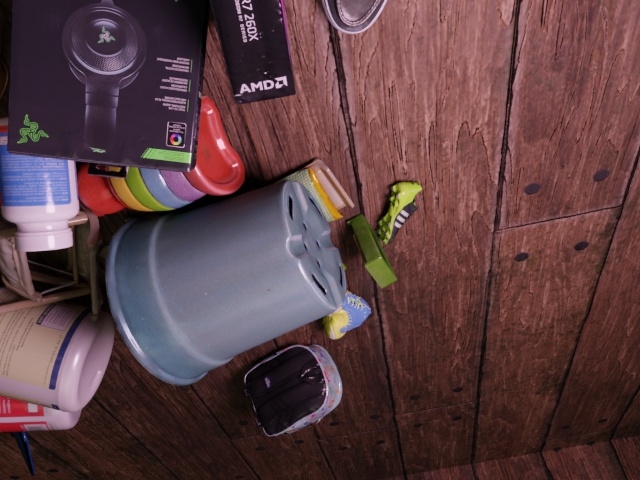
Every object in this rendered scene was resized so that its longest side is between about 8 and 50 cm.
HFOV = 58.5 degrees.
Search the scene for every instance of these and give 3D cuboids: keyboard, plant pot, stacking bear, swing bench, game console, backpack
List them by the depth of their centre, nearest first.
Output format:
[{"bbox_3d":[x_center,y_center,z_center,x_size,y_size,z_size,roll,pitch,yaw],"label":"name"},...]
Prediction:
[{"bbox_3d":[-0.315,-0.124,1.037,0.289,0.164,0.175,-13,116,21],"label":"stacking bear"},{"bbox_3d":[-0.153,0.060,1.068,0.334,0.341,0.341,-21,137,18],"label":"plant pot"},{"bbox_3d":[-0.578,0.030,1.166,0.255,0.165,0.253,2,137,-19],"label":"swing bench"},{"bbox_3d":[-0.211,-0.075,1.209,0.180,0.023,0.108,23,136,-32],"label":"keyboard"},{"bbox_3d":[-0.063,0.421,1.646,0.254,0.225,0.191,-38,153,23],"label":"backpack"},{"bbox_3d":[-0.978,0.570,1.697,0.251,0.173,0.293,6,136,-16],"label":"game console"}]

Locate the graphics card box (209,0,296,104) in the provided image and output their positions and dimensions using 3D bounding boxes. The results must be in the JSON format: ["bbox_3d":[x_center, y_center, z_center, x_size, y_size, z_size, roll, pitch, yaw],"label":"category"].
[{"bbox_3d":[-0.109,-0.388,0.710,0.094,0.232,0.370,-10,138,-3],"label":"graphics card box"}]

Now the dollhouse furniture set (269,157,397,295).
[{"bbox_3d":[0.000,0.000,1.211,0.198,0.151,0.301,-29,135,11],"label":"dollhouse furniture set"}]

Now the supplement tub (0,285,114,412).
[{"bbox_3d":[-0.664,0.237,1.291,0.325,0.235,0.235,15,136,-2],"label":"supplement tub"}]

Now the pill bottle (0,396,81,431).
[{"bbox_3d":[-0.832,0.370,1.452,0.408,0.228,0.229,1,138,-11],"label":"pill bottle"}]

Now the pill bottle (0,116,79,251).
[{"bbox_3d":[-0.484,-0.096,0.981,0.125,0.124,0.221,-3,96,-6],"label":"pill bottle"}]

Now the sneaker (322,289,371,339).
[{"bbox_3d":[0.066,0.156,1.484,0.126,0.091,0.240,-18,141,-16],"label":"sneaker"}]

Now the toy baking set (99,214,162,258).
[{"bbox_3d":[-0.364,0.013,1.274,0.257,0.030,0.196,4,138,-14],"label":"toy baking set"}]

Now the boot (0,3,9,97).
[{"bbox_3d":[-0.525,-0.248,0.860,0.073,0.152,0.197,12,135,-22],"label":"boot"}]

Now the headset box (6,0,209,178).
[{"bbox_3d":[-0.295,-0.233,0.817,0.247,0.131,0.282,6,99,-10],"label":"headset box"}]

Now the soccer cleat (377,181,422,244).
[{"bbox_3d":[0.176,-0.057,1.267,0.073,0.060,0.178,-8,140,-20],"label":"soccer cleat"}]

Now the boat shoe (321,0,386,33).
[{"bbox_3d":[0.069,-0.428,0.780,0.121,0.119,0.335,1,138,-11],"label":"boat shoe"}]
